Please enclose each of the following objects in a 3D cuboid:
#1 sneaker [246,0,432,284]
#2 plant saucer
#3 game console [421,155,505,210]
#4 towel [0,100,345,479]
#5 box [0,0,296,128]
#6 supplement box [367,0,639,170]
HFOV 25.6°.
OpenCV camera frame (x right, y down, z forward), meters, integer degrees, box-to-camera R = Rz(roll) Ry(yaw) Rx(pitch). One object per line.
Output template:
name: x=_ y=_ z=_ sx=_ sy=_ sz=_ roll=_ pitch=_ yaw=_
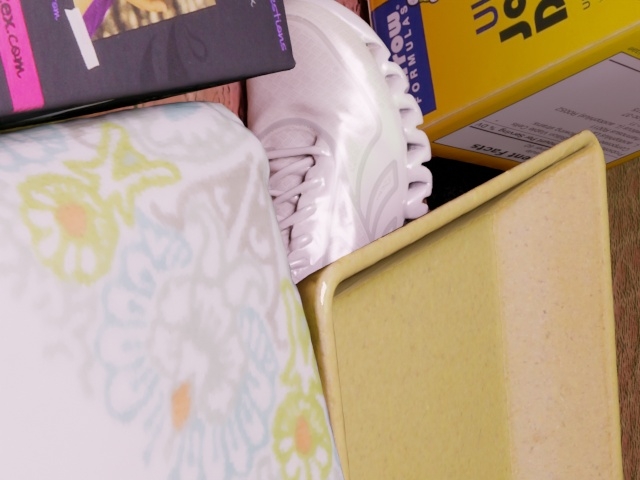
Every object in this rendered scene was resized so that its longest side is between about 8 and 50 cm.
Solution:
sneaker: x=0.000 y=0.000 z=0.829 sx=0.118 sy=0.110 sz=0.292 roll=-16 pitch=99 yaw=-51
plant saucer: x=0.070 y=0.129 z=0.772 sx=0.333 sy=0.081 sz=0.332 roll=-26 pitch=114 yaw=-55
game console: x=0.170 y=-0.034 z=1.178 sx=0.361 sy=0.044 sz=0.213 roll=61 pitch=38 yaw=-35
towel: x=-0.094 y=0.151 z=0.478 sx=0.320 sy=0.090 sz=0.374 roll=-21 pitch=99 yaw=-59
box: x=-0.152 y=-0.107 z=0.514 sx=0.270 sy=0.165 sz=0.143 roll=-20 pitch=101 yaw=-60
supplement box: x=0.221 y=-0.192 z=0.924 sx=0.194 sy=0.356 sz=0.195 roll=10 pitch=65 yaw=-43
